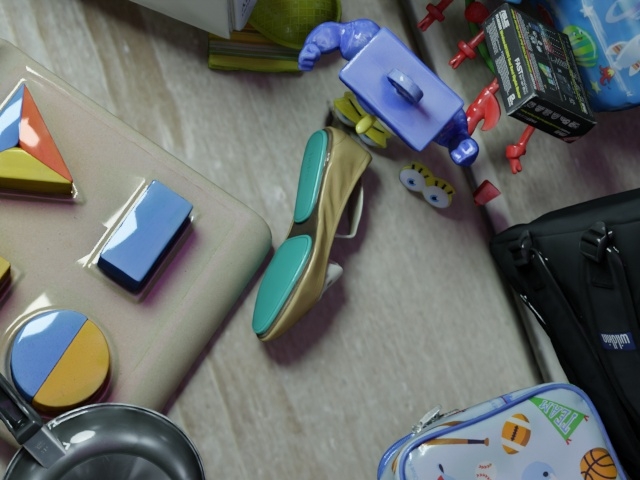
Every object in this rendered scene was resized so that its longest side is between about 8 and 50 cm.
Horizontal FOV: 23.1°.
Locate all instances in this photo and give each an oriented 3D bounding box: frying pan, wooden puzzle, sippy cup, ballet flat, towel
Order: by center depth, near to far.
[{"bbox_3d":[-0.214,0.188,1.421,0.197,0.053,0.326,-20,112,-12],"label":"frying pan"},{"bbox_3d":[-0.258,0.018,1.485,0.348,0.080,0.322,36,73,-7],"label":"wooden puzzle"},{"bbox_3d":[0.000,0.000,1.565,0.073,0.080,0.232,24,75,-26],"label":"ballet flat"},{"bbox_3d":[-0.070,-0.289,1.628,0.102,0.021,0.237,3,78,-21],"label":"towel"},{"bbox_3d":[0.324,-0.262,1.635,0.240,0.305,0.224,-30,101,-46],"label":"sippy cup"}]

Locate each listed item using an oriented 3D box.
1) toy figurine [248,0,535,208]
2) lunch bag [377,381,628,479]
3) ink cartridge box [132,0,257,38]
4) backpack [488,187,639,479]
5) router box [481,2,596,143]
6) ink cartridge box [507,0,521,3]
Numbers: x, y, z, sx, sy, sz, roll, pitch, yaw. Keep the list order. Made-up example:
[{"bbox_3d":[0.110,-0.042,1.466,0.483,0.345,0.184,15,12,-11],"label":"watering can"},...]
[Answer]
[{"bbox_3d":[0.075,-0.185,1.503,0.191,0.217,0.362,-44,94,7],"label":"toy figurine"},{"bbox_3d":[0.193,0.296,1.545,0.243,0.115,0.303,-22,85,-12],"label":"lunch bag"},{"bbox_3d":[-0.202,-0.404,1.490,0.385,0.160,0.279,22,73,5],"label":"ink cartridge box"},{"bbox_3d":[0.369,0.116,1.548,0.273,0.290,0.355,-20,93,-32],"label":"backpack"},{"bbox_3d":[0.212,-0.162,1.527,0.092,0.038,0.122,21,45,-36],"label":"router box"},{"bbox_3d":[0.113,-0.297,1.512,0.181,0.061,0.104,9,34,-28],"label":"ink cartridge box"}]
